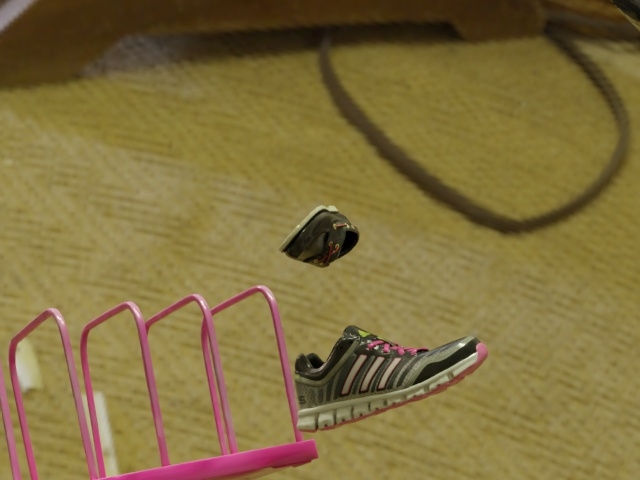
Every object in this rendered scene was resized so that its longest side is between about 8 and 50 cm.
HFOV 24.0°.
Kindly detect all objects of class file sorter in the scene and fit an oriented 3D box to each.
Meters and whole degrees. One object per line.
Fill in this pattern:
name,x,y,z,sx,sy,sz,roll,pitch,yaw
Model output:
file sorter,-0.189,0.156,1.421,0.290,0.202,0.182,-7,78,-28

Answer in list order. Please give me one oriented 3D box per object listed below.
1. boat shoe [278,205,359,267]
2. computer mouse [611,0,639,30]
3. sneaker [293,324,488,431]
boat shoe,0.001,-0.001,1.297,0.042,0.049,0.133,45,15,8
computer mouse,0.211,-0.048,0.595,0.262,0.060,0.184,23,62,35
sneaker,0.048,0.098,1.202,0.063,0.170,0.075,0,71,-66
